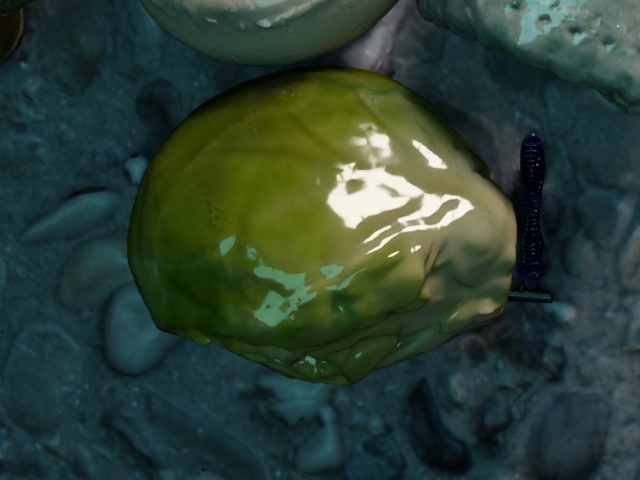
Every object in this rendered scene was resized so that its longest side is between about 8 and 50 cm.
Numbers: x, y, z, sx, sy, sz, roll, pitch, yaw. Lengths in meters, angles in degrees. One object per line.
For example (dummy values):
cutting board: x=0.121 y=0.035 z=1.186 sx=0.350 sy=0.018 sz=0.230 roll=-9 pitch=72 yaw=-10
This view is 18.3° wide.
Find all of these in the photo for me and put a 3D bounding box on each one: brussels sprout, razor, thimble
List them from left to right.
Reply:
brussels sprout: x=0.000 y=0.000 z=1.737 sx=0.344 sy=0.344 sz=0.268 roll=19 pitch=141 yaw=16
razor: x=0.190 y=-0.021 z=1.802 sx=0.044 sy=0.028 sz=0.154 roll=1 pitch=98 yaw=11
thimble: x=0.213 y=-0.222 z=1.676 sx=0.250 sy=0.205 sz=0.172 roll=30 pitch=100 yaw=31

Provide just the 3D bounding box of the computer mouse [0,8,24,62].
computer mouse: x=-0.443 y=-0.220 z=1.979 sx=0.310 sy=0.072 sz=0.158 roll=-11 pitch=95 yaw=20

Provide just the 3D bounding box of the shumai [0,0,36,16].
shumai: x=-0.335 y=-0.385 z=1.830 sx=0.304 sy=0.263 sz=0.309 roll=-8 pitch=131 yaw=5

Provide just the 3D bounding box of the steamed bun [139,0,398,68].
steamed bun: x=-0.035 y=-0.283 z=1.763 sx=0.283 sy=0.177 sz=0.283 roll=-5 pitch=76 yaw=18
